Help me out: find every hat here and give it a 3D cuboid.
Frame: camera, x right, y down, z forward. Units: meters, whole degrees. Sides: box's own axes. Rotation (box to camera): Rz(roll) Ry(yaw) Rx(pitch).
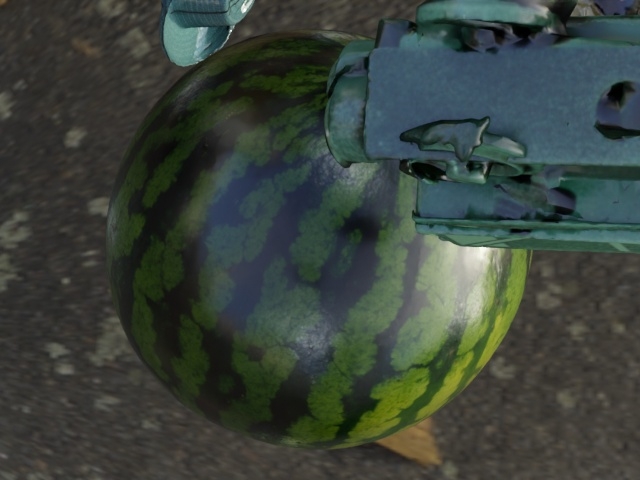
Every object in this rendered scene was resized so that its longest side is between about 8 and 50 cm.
[{"bbox_3d":[-0.092,-0.252,1.702,0.078,0.138,0.191,7,74,16],"label":"hat"}]

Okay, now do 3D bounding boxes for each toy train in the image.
[{"bbox_3d":[0.139,-0.054,0.743,0.269,0.154,0.115,2,87,25],"label":"toy train"}]

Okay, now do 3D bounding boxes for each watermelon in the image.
[{"bbox_3d":[0.000,0.000,1.210,0.285,0.285,0.285,1,87,-19],"label":"watermelon"}]

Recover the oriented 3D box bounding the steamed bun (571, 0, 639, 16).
[{"bbox_3d":[0.283,-0.199,1.574,0.172,0.155,0.141,37,64,-42],"label":"steamed bun"}]
